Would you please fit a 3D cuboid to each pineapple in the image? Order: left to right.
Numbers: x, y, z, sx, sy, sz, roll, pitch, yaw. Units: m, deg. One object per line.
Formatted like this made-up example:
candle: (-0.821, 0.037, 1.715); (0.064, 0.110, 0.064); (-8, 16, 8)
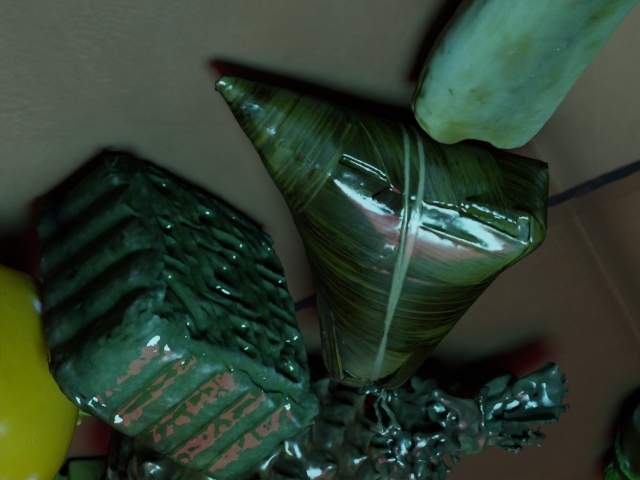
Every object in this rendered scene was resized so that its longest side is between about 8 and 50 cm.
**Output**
pineapple: (0.017, 0.160, 1.446); (0.361, 0.175, 0.175); (-13, 145, -26)

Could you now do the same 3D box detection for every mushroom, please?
mushroom: (0.155, -0.170, 1.124); (0.100, 0.081, 0.312); (7, 142, -25)

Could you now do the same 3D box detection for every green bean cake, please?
green bean cake: (-0.091, 0.048, 1.232); (0.094, 0.181, 0.173); (-36, 135, 22)

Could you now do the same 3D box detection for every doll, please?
doll: (-0.236, 0.109, 1.255); (0.236, 0.213, 0.213); (18, 132, -43)

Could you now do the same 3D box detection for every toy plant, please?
toy plant: (0.293, 0.197, 1.612); (0.093, 0.092, 0.162); (-6, 141, -10)

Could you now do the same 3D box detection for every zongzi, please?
zongzi: (0.000, 0.000, 1.282); (0.241, 0.111, 0.247); (21, 137, -13)

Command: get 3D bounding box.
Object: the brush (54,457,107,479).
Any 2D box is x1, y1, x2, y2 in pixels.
brush: (-0.232, 0.261, 1.565); (0.103, 0.047, 0.233); (2, 141, -19)
